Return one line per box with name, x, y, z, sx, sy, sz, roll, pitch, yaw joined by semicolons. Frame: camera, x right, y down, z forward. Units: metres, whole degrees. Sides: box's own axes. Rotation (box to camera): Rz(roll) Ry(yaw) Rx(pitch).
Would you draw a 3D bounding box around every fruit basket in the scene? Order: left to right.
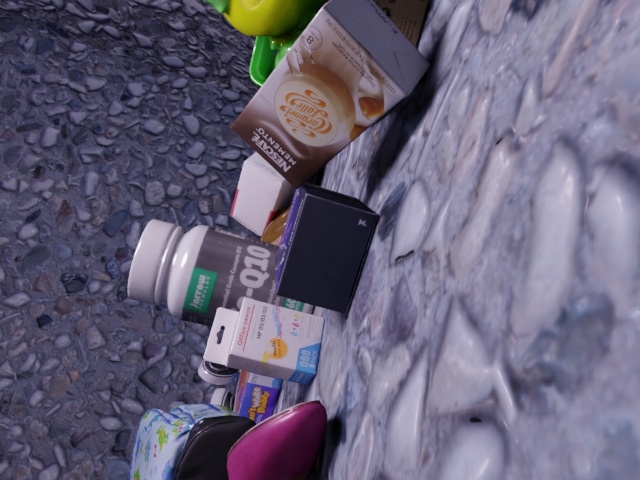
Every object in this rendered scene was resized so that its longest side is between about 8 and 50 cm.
fruit basket;-0.039;-0.463;0.953;0.392;0.283;0.392;-42;-31;-33

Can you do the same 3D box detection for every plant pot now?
plant pot;-0.086;-0.048;1.307;0.236;0.032;0.236;-40;20;18

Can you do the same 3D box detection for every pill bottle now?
pill bottle;-0.197;0.085;1.041;0.204;0.360;0.204;-165;90;-82

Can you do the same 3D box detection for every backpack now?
backpack;-0.267;0.472;1.029;0.355;0.273;0.290;167;108;-77

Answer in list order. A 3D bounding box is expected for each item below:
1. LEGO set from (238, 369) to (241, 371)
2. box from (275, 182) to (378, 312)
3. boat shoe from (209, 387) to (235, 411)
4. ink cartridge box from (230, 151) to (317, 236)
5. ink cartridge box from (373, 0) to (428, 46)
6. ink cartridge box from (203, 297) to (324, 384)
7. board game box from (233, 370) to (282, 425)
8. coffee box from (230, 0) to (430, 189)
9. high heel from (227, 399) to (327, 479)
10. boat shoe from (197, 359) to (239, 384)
LEGO set;-0.209;0.322;1.340;0.083;0.023;0.054;95;-174;-52
box;0.000;0.000;0.768;0.207;0.108;0.153;-116;43;-78
boat shoe;-0.237;0.540;1.313;0.335;0.119;0.121;-102;6;-53
ink cartridge box;-0.116;-0.192;1.460;0.306;0.131;0.226;-53;-8;-45
ink cartridge box;0.094;-0.324;0.797;0.193;0.088;0.235;-153;79;-82
ink cartridge box;-0.093;0.165;0.826;0.062;0.181;0.104;117;165;-54
board game box;-0.166;0.367;1.298;0.347;0.078;0.233;-109;35;-76
coffee box;0.004;-0.195;0.671;0.246;0.141;0.098;-35;17;49
high heel;-0.058;0.374;0.638;0.181;0.127;0.377;57;134;39
boat shoe;-0.254;0.351;1.523;0.301;0.108;0.102;-6;-52;-60
